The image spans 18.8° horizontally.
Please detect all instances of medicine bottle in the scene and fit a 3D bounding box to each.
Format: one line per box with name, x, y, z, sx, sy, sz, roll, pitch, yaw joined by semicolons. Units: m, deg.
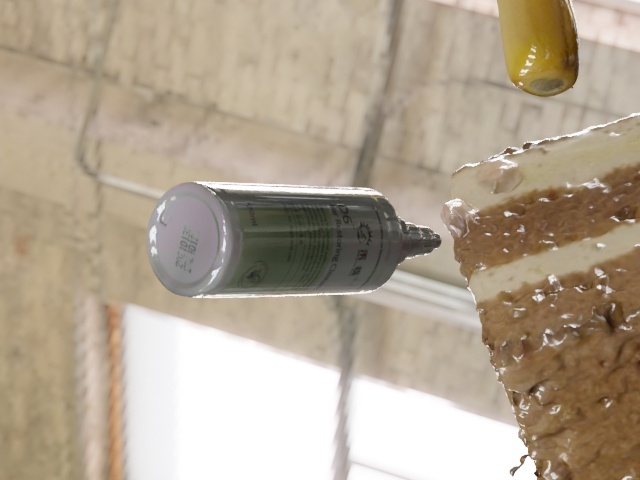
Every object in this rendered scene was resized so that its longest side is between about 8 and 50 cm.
medicine bottle;0.000;0.000;0.986;0.199;0.057;0.058;1;-75;-50

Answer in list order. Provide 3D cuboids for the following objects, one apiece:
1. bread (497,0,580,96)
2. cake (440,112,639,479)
bread;0.157;-0.156;1.379;0.062;0.049;0.103;18;-121;-47
cake;0.274;0.056;1.685;0.290;0.282;0.256;-98;-13;-48
